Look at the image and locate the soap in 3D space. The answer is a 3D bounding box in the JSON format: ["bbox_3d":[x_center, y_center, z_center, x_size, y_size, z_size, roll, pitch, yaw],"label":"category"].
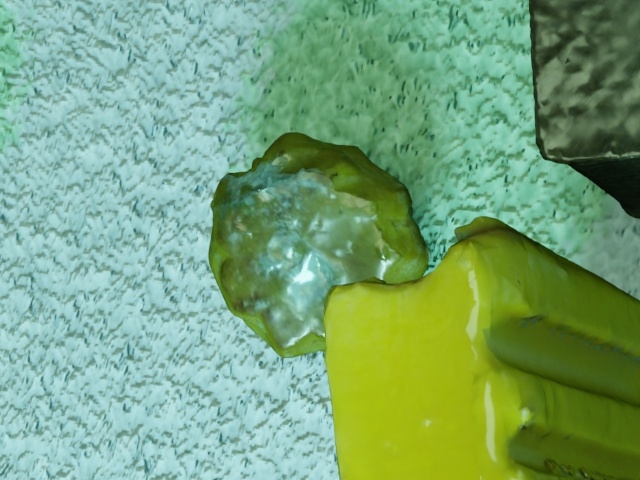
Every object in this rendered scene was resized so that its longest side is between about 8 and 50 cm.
[{"bbox_3d":[0.124,0.125,0.932,0.096,0.324,0.204,-14,71,27],"label":"soap"}]

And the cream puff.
[{"bbox_3d":[0.000,0.000,1.142,0.146,0.116,0.146,2,101,12],"label":"cream puff"}]

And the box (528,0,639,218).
[{"bbox_3d":[0.267,-0.124,1.018,0.273,0.143,0.184,-8,75,23],"label":"box"}]
